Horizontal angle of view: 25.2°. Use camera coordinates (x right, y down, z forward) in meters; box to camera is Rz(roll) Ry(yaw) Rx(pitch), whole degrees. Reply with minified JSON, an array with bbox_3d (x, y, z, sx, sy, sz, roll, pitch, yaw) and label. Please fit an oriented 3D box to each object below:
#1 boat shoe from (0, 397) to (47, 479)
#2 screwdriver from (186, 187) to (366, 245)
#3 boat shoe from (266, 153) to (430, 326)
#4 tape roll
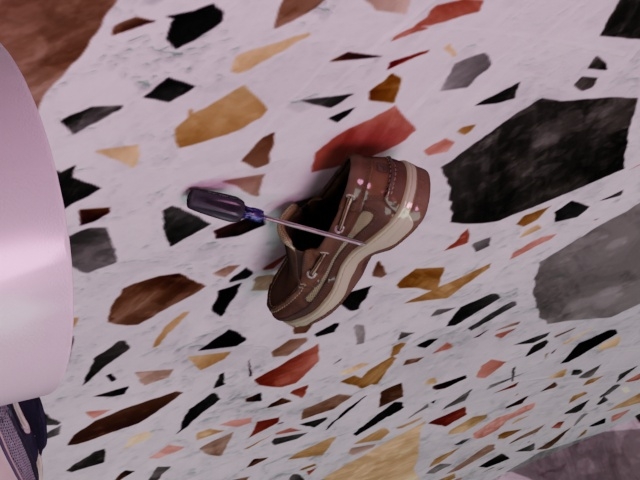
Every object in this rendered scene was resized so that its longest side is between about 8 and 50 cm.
[{"bbox_3d":[-0.339,0.134,1.296,0.127,0.158,0.340,-8,128,3],"label":"boat shoe"},{"bbox_3d":[-0.039,-0.017,1.283,0.170,0.024,0.025,16,168,-19],"label":"screwdriver"},{"bbox_3d":[0.000,-0.007,1.368,0.095,0.095,0.257,19,139,-23],"label":"boat shoe"},{"bbox_3d":[-0.275,-0.002,0.902,0.169,0.246,0.246,-11,152,-27],"label":"tape roll"}]
